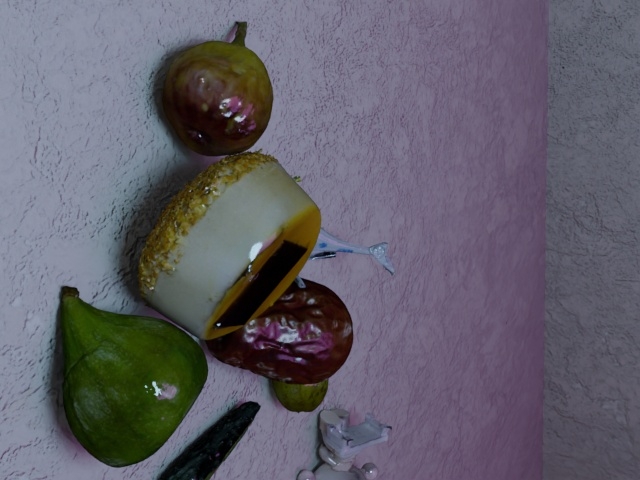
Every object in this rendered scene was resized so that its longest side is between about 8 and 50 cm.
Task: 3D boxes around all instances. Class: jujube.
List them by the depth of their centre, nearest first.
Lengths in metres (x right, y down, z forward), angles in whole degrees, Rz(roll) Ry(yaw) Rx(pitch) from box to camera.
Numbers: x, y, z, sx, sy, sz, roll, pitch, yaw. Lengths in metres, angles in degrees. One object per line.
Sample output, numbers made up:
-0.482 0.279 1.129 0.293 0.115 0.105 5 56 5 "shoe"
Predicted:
-0.067 0.149 1.242 0.255 0.190 0.190 11 90 -45 "jujube"

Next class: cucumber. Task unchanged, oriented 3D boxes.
-0.184 0.346 1.236 0.211 0.062 0.078 -48 170 -47 "cucumber"

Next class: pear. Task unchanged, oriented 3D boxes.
-0.039 0.259 1.381 0.107 0.107 0.131 -7 98 -56 "pear"

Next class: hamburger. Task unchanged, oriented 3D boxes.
-0.134 0.003 1.052 0.276 0.179 0.294 -52 167 7 "hamburger"

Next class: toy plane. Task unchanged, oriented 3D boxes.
0.003 0.006 1.275 0.182 0.273 0.107 -70 176 -63 "toy plane"

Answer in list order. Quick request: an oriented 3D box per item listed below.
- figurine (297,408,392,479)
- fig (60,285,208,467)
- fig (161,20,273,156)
0.053 0.494 1.559 0.182 0.145 0.256 -14 113 -58 "figurine"
-0.277 0.170 0.983 0.235 0.203 0.203 42 56 -8 "fig"
-0.138 -0.240 1.081 0.159 0.159 0.257 59 31 -46 "fig"
